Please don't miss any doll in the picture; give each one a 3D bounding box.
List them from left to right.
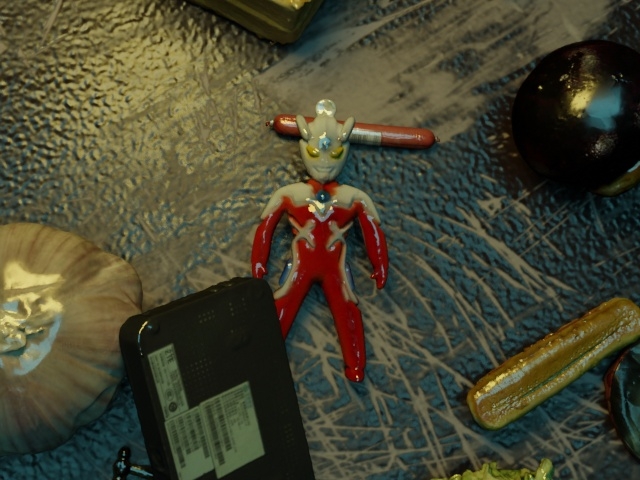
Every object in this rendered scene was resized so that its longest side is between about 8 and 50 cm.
[{"bbox_3d":[0.000,0.000,1.392,0.188,0.099,0.383,1,91,-5],"label":"doll"}]

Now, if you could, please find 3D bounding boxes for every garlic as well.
[{"bbox_3d":[-0.376,0.114,1.275,0.318,0.259,0.317,0,87,-4],"label":"garlic"}]

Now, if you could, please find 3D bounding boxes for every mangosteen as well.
[{"bbox_3d":[0.390,-0.158,1.421,0.250,0.211,0.211,38,80,-31],"label":"mangosteen"}]

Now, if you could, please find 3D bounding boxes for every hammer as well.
[{"bbox_3d":[-0.197,0.332,1.383,0.178,0.021,0.065,16,82,-6],"label":"hammer"}]

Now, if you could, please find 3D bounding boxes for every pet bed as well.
[{"bbox_3d":[0.497,0.224,1.441,0.201,0.053,0.201,1,84,-5],"label":"pet bed"}]

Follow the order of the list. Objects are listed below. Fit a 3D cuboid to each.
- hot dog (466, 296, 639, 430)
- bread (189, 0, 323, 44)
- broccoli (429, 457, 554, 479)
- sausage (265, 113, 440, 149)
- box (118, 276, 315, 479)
[{"bbox_3d":[0.331,0.172,1.427,0.286,0.061,0.087,-26,88,-8],"label":"hot dog"},{"bbox_3d":[-0.082,-0.455,1.399,0.279,0.207,0.279,26,80,-3],"label":"bread"},{"bbox_3d":[0.211,0.401,1.297,0.248,0.245,0.288,28,76,8],"label":"broccoli"},{"bbox_3d":[0.047,-0.156,1.459,0.253,0.034,0.034,6,82,-4],"label":"sausage"},{"bbox_3d":[-0.121,0.236,1.295,0.211,0.058,0.350,-21,104,-36],"label":"box"}]
